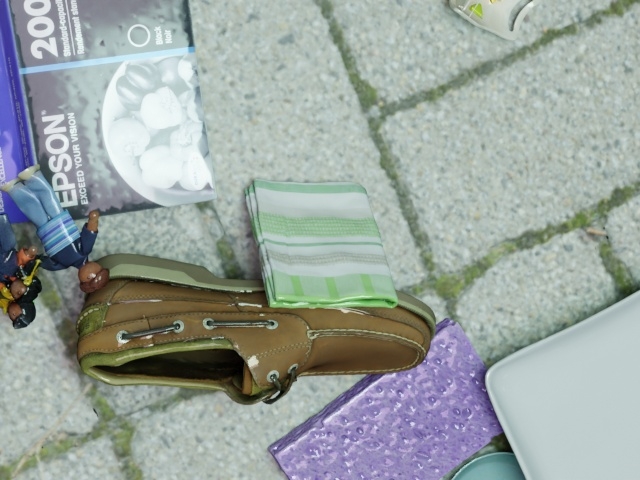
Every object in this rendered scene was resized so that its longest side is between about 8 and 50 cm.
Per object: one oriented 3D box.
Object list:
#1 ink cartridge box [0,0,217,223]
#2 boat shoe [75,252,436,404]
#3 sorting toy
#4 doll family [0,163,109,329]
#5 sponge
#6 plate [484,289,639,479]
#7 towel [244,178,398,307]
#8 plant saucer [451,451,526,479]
[{"bbox_3d":[-0.204,-0.121,1.076,0.208,0.045,0.206,-9,99,-11],"label":"ink cartridge box"},{"bbox_3d":[-0.053,0.093,1.086,0.307,0.110,0.104,5,52,-4],"label":"boat shoe"},{"bbox_3d":[0.162,-0.221,1.153,0.075,0.045,0.083,34,87,-21],"label":"sorting toy"},{"bbox_3d":[-0.252,0.020,1.041,0.076,0.193,0.111,-34,93,-46],"label":"doll family"},{"bbox_3d":[0.069,0.179,1.179,0.210,0.031,0.117,-35,103,-8],"label":"sponge"},{"bbox_3d":[0.309,0.184,1.217,0.277,0.045,0.278,-26,101,-16],"label":"plate"},{"bbox_3d":[0.000,0.000,1.089,0.113,0.152,0.023,-1,130,-13],"label":"towel"},{"bbox_3d":[0.167,0.257,1.215,0.119,0.021,0.119,-1,96,-12],"label":"plant saucer"}]
